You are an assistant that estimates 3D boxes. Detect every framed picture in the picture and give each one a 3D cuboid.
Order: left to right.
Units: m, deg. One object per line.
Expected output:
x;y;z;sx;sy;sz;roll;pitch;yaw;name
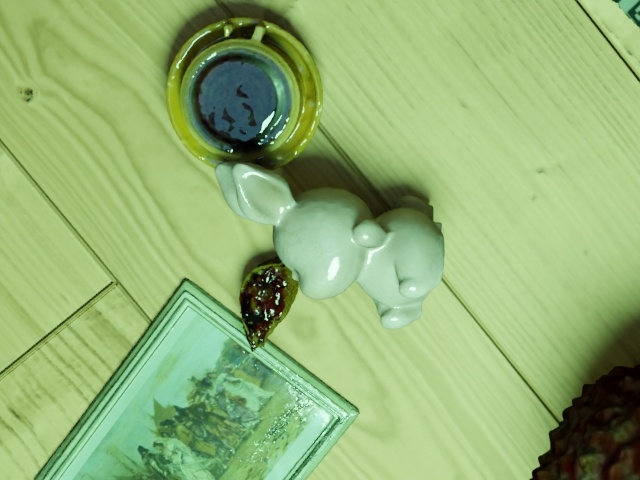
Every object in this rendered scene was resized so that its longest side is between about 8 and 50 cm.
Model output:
-0.124;0.202;1.480;0.217;0.017;0.274;36;106;0;framed picture

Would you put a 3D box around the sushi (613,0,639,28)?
0.355;-0.209;1.293;0.215;0.050;0.192;43;84;-10;sushi

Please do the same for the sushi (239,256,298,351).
-0.050;0.053;1.419;0.050;0.047;0.099;15;103;8;sushi

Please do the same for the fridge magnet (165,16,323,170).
-0.069;-0.128;1.372;0.143;0.063;0.143;1;101;6;fridge magnet

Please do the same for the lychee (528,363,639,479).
0.320;0.246;1.288;0.306;0.306;0.330;17;132;5;lychee

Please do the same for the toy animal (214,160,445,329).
0.000;0.002;1.355;0.212;0.124;0.124;15;105;-7;toy animal
